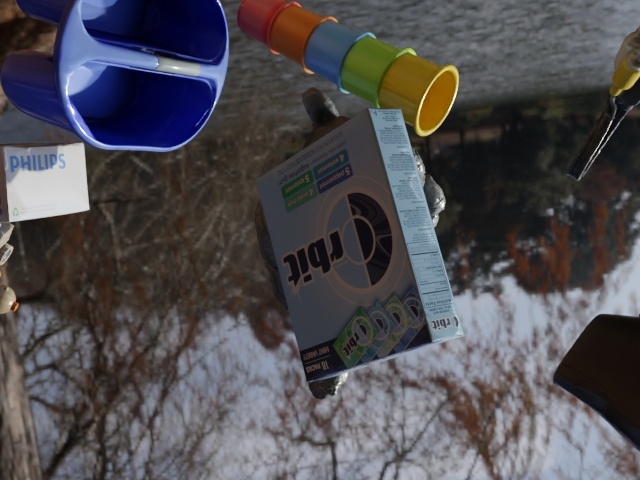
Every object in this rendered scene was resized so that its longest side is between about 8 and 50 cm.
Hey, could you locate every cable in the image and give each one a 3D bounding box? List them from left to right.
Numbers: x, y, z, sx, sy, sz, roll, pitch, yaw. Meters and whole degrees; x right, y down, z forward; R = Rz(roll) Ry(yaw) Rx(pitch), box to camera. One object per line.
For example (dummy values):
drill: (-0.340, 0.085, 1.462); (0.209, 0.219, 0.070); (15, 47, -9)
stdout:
cable: (0.441, -0.220, 1.379); (0.072, 0.287, 0.139); (31, -128, 4)

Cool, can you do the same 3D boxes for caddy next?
caddy: (-0.251, -0.244, 1.209); (0.179, 0.241, 0.341); (17, -168, 26)

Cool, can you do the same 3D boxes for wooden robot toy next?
wooden robot toy: (-0.399, 0.053, 1.121); (0.079, 0.173, 0.076); (31, -159, -3)

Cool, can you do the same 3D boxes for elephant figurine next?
elephant figurine: (0.000, 0.000, 0.931); (0.239, 0.169, 0.186); (-46, -136, -14)

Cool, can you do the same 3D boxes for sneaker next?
sneaker: (0.283, 0.078, 0.686); (0.222, 0.083, 0.118); (-23, -137, -35)

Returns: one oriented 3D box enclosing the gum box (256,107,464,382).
gum box: (0.026, 0.008, 0.743); (0.041, 0.185, 0.157); (-5, 165, -40)

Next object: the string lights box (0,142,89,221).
string lights box: (-0.391, -0.061, 0.958); (0.259, 0.077, 0.133); (0, -173, 21)

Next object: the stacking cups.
stacking cups: (0.020, -0.238, 1.188); (0.316, 0.096, 0.096); (28, -156, 25)
